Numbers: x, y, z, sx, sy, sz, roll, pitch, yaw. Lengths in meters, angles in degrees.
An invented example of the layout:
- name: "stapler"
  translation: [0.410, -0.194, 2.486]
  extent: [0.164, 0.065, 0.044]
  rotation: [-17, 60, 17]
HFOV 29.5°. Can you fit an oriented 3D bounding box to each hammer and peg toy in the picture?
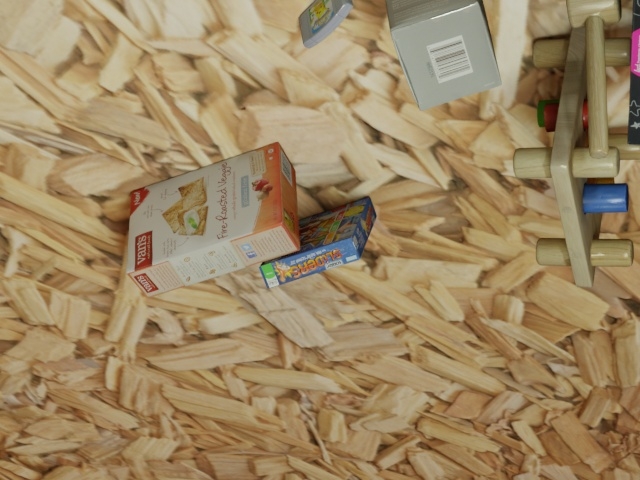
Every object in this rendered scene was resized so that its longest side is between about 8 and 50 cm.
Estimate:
- name: "hammer and peg toy"
  translation: [0.317, -0.137, 1.506]
  extent: [0.127, 0.266, 0.361]
  rotation: [1, 145, 21]

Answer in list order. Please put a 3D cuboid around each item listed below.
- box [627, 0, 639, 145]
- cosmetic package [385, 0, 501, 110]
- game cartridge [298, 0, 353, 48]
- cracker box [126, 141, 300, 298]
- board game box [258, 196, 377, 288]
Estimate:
- name: "box"
  translation: [0.442, -0.237, 1.389]
  extent: [0.163, 0.142, 0.247]
  rotation: [6, 143, 16]
- name: "cosmetic package"
  translation: [0.124, -0.276, 1.336]
  extent: [0.107, 0.238, 0.127]
  rotation: [-18, 136, 10]
- name: "game cartridge"
  translation: [0.006, -0.272, 1.464]
  extent: [0.017, 0.056, 0.083]
  rotation: [20, 134, -38]
- name: "cracker box"
  translation: [-0.148, -0.028, 1.659]
  extent: [0.232, 0.156, 0.067]
  rotation: [-18, 136, 14]
- name: "board game box"
  translation: [0.000, 0.000, 1.690]
  extent: [0.136, 0.201, 0.035]
  rotation: [-18, 104, 15]
